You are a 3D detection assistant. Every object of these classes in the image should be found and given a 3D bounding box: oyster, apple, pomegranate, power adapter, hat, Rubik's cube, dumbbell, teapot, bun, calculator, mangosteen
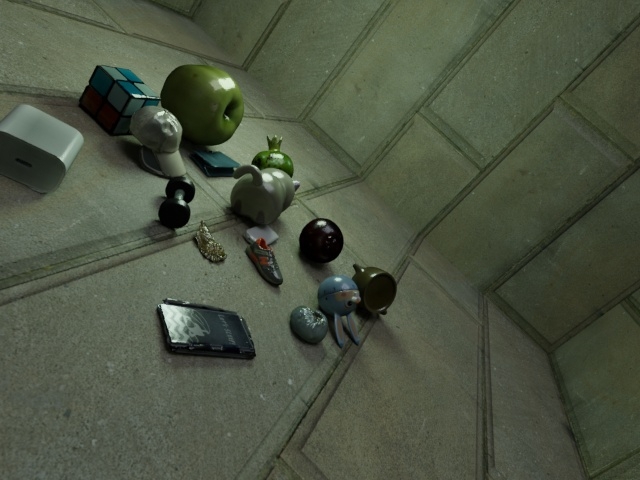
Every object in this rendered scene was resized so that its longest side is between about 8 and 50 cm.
[{"bbox_3d":[-0.365,0.014,1.461,0.121,0.045,0.146,43,18,-35],"label":"oyster"},{"bbox_3d":[-0.521,-0.595,1.913,0.357,0.357,0.357,34,24,-17],"label":"apple"},{"bbox_3d":[-0.230,-0.373,2.114,0.210,0.264,0.211,7,-3,0],"label":"pomegranate"},{"bbox_3d":[-0.769,-0.267,1.196,0.186,0.124,0.255,30,26,-29],"label":"power adapter"},{"bbox_3d":[-0.576,-0.362,1.612,0.232,0.160,0.275,-83,153,-60],"label":"hat"},{"bbox_3d":[-0.741,-0.515,1.616,0.183,0.180,0.167,40,21,2],"label":"Rubik's cube"},{"bbox_3d":[-0.475,-0.129,1.451,0.100,0.100,0.191,30,26,-26],"label":"dumbbell"},{"bbox_3d":[0.210,0.210,1.872,0.175,0.185,0.268,24,-36,58],"label":"teapot"},{"bbox_3d":[-0.033,0.272,1.461,0.140,0.083,0.141,31,26,-17],"label":"bun"},{"bbox_3d":[-0.297,0.238,1.173,0.274,0.028,0.166,21,27,-44],"label":"calculator"},{"bbox_3d":[0.000,0.000,1.879,0.209,0.210,0.210,34,24,-17],"label":"mangosteen"}]

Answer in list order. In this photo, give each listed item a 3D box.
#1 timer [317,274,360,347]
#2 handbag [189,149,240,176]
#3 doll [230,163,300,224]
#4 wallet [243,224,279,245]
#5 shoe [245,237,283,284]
[{"bbox_3d":[0.090,0.243,1.614,0.175,0.175,0.256,11,39,-51],"label":"timer"},{"bbox_3d":[-0.462,-0.347,1.928,0.144,0.057,0.221,42,22,11],"label":"handbag"},{"bbox_3d":[-0.232,-0.192,1.829,0.214,0.226,0.370,13,9,11],"label":"doll"},{"bbox_3d":[-0.234,-0.019,1.727,0.095,0.033,0.190,43,22,7],"label":"wallet"},{"bbox_3d":[-0.190,0.073,1.572,0.194,0.077,0.074,50,23,21],"label":"shoe"}]
